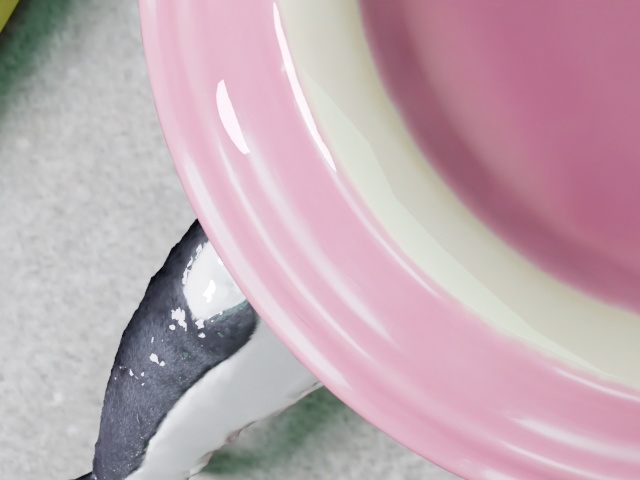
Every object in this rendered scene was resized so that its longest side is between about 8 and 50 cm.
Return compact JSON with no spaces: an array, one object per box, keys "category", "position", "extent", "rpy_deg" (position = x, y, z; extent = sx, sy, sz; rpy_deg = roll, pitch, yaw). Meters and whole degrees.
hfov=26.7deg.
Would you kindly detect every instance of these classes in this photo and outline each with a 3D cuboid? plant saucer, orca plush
[{"category":"plant saucer","position":[0.111,-0.081,0.371],"extent":[0.332,0.084,0.332],"rpy_deg":[0,89,2]},{"category":"orca plush","position":[0.000,0.000,0.520],"extent":[0.151,0.102,0.287],"rpy_deg":[13,131,-33]}]

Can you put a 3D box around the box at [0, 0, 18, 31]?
[{"category":"box","position":[-0.166,-0.107,0.524],"extent":[0.087,0.058,0.232],"rpy_deg":[46,121,6]}]
